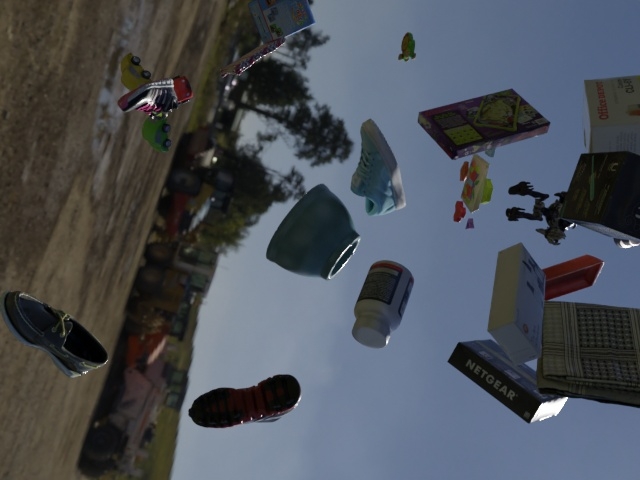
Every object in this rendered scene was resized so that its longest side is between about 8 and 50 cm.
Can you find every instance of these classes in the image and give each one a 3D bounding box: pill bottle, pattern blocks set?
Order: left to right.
[{"bbox_3d":[0.134,0.143,1.613,0.180,0.108,0.108,-65,-176,-36],"label":"pill bottle"},{"bbox_3d":[0.533,-0.199,2.524,0.285,0.026,0.325,-126,-137,-74],"label":"pattern blocks set"}]

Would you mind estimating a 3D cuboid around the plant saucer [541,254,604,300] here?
[{"bbox_3d":[0.702,0.123,2.187,0.259,0.258,0.048,55,16,-68],"label":"plant saucer"}]

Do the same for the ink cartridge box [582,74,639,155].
[{"bbox_3d":[0.896,-0.314,1.908,0.279,0.384,0.160,-71,152,-50],"label":"ink cartridge box"}]

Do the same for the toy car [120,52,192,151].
[{"bbox_3d":[-0.391,-0.303,1.704,0.053,0.239,0.225,-32,139,-40],"label":"toy car"}]

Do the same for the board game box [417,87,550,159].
[{"bbox_3d":[0.498,-0.361,2.224,0.056,0.346,0.208,95,-28,-49],"label":"board game box"}]

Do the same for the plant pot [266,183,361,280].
[{"bbox_3d":[0.000,0.000,2.237,0.293,0.196,0.293,-50,169,-14],"label":"plant pot"}]

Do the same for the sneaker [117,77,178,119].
[{"bbox_3d":[-0.337,-0.275,1.460,0.063,0.075,0.170,-18,-166,26],"label":"sneaker"}]

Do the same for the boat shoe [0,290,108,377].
[{"bbox_3d":[-0.591,0.203,1.629,0.305,0.091,0.109,60,19,-46],"label":"boat shoe"}]

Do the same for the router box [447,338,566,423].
[{"bbox_3d":[0.576,0.423,2.232,0.309,0.243,0.081,36,-73,34],"label":"router box"}]

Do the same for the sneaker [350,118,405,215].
[{"bbox_3d":[0.158,-0.201,2.223,0.135,0.150,0.366,61,-4,47],"label":"sneaker"}]

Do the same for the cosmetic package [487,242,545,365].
[{"bbox_3d":[0.379,0.116,1.391,0.060,0.099,0.239,-29,-157,35],"label":"cosmetic package"}]

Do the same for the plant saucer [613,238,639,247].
[{"bbox_3d":[0.920,-0.100,2.050,0.041,0.278,0.278,32,-73,39],"label":"plant saucer"}]

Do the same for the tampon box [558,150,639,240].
[{"bbox_3d":[0.480,-0.071,1.175,0.161,0.101,0.120,-129,-122,-83],"label":"tampon box"}]

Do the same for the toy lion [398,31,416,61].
[{"bbox_3d":[0.298,-0.662,2.479,0.100,0.034,0.096,-156,-106,-73],"label":"toy lion"}]

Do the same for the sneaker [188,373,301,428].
[{"bbox_3d":[-0.173,0.397,1.749,0.135,0.276,0.098,71,5,-66],"label":"sneaker"}]

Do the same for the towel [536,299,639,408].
[{"bbox_3d":[0.687,0.263,1.759,0.324,0.312,0.056,-68,159,-49],"label":"towel"}]

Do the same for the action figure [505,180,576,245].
[{"bbox_3d":[0.634,-0.070,1.972,0.141,0.275,0.164,31,-74,59],"label":"action figure"}]

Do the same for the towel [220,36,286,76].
[{"bbox_3d":[-0.207,-0.557,2.221,0.197,0.029,0.144,-37,-158,-17],"label":"towel"}]

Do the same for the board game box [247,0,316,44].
[{"bbox_3d":[-0.136,-0.793,2.543,0.211,0.160,0.039,-15,-168,33],"label":"board game box"}]
